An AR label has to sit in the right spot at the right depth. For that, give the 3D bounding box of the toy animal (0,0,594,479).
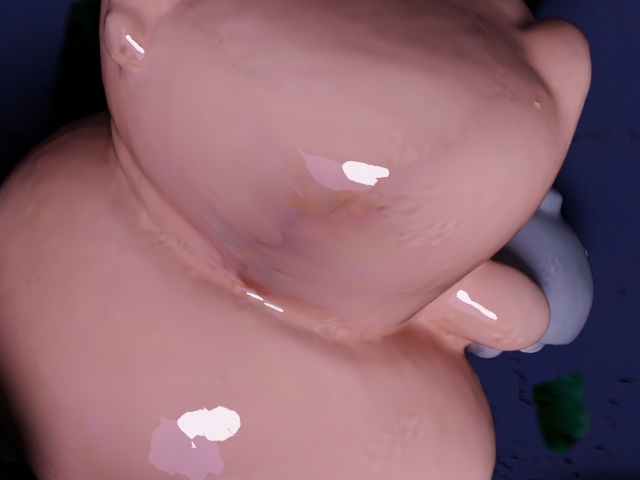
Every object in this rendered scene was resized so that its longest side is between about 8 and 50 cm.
[{"bbox_3d":[-0.016,-0.004,0.479,0.230,0.210,0.221,-23,137,-7],"label":"toy animal"}]

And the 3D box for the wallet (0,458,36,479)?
[{"bbox_3d":[-0.194,0.095,0.574,0.228,0.062,0.406,26,166,4],"label":"wallet"}]
